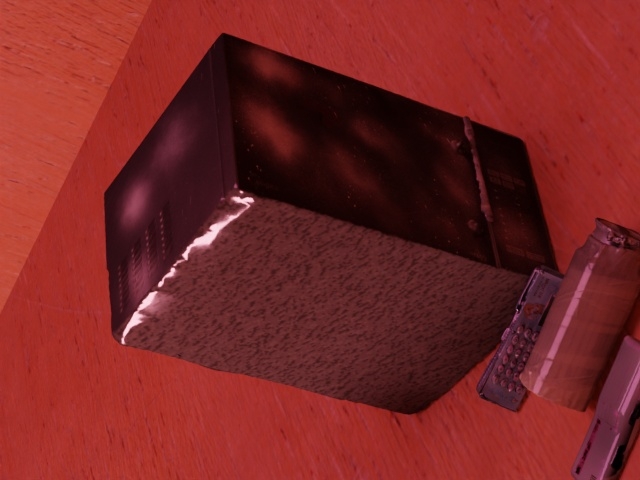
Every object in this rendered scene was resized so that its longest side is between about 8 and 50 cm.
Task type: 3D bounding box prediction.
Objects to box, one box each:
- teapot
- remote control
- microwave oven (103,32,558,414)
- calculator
[{"bbox_3d":[0.287,0.074,1.760,0.107,0.077,0.200,-106,37,-76],"label":"teapot"},{"bbox_3d":[0.307,0.184,1.705,0.065,0.029,0.166,38,109,60],"label":"remote control"},{"bbox_3d":[0.000,0.000,1.933,0.374,0.432,0.236,-48,37,40],"label":"microwave oven"},{"bbox_3d":[0.234,0.112,1.851,0.018,0.057,0.172,-88,23,-76],"label":"calculator"}]
